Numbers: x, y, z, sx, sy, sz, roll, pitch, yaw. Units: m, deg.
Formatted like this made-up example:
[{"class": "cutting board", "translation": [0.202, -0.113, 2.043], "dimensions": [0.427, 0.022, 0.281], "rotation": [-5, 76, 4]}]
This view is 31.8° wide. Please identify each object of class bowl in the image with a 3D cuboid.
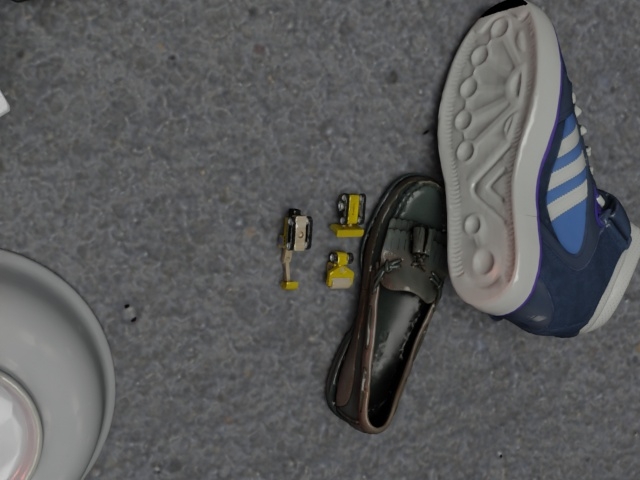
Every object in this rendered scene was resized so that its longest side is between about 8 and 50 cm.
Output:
[{"class": "bowl", "translation": [-0.322, 0.157, 0.988], "dimensions": [0.298, 0.134, 0.297], "rotation": [-3, 100, -17]}]

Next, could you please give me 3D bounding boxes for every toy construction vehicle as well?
[{"class": "toy construction vehicle", "translation": [0.000, 0.000, 1.121], "dimensions": [0.086, 0.035, 0.098], "rotation": [-4, 103, -28]}]

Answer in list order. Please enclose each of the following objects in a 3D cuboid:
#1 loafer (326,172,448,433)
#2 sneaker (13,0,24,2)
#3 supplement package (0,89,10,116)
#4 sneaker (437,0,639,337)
[{"class": "loafer", "translation": [0.082, 0.066, 1.128], "dimensions": [0.096, 0.084, 0.267], "rotation": [14, 95, -20]}, {"class": "sneaker", "translation": [-0.213, -0.289, 0.980], "dimensions": [0.217, 0.079, 0.121], "rotation": [-34, 111, -1]}, {"class": "supplement package", "translation": [-0.362, -0.151, 0.883], "dimensions": [0.149, 0.203, 0.194], "rotation": [-33, 107, -10]}, {"class": "sneaker", "translation": [0.241, -0.061, 1.157], "dimensions": [0.236, 0.130, 0.322], "rotation": [15, 75, -43]}]
